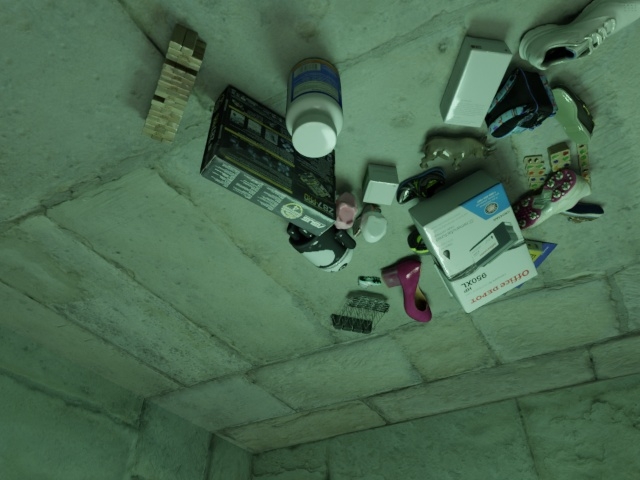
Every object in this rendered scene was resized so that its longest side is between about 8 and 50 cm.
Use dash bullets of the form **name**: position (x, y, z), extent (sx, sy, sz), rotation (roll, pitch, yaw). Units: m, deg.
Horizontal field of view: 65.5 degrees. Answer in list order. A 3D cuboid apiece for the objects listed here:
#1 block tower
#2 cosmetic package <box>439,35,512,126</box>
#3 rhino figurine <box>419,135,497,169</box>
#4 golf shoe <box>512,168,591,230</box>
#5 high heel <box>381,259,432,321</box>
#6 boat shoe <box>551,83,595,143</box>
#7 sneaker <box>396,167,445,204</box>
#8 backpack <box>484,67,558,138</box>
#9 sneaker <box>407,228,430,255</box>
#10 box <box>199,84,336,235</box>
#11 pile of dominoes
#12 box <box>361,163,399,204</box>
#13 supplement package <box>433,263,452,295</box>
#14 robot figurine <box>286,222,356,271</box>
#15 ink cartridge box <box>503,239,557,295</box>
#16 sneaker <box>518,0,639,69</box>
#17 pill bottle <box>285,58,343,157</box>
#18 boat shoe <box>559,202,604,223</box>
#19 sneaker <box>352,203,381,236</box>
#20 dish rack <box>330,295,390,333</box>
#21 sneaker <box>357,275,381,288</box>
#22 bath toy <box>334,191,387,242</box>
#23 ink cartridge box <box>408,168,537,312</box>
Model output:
- **block tower**: position (-0.408, -0.412, 1.376), extent (0.091, 0.097, 0.335), rotation (18, 136, -20)
- **cosmetic package**: position (0.424, -0.435, 1.381), extent (0.117, 0.085, 0.231), rotation (5, 137, -8)
- **rhino figurine**: position (0.438, -0.282, 1.564), extent (0.243, 0.073, 0.106), rotation (-2, 142, -2)
- **golf shoe**: position (0.787, -0.116, 1.715), extent (0.140, 0.115, 0.306), rotation (11, 146, -24)
- **high heel**: position (0.422, 0.224, 2.093), extent (0.181, 0.127, 0.377), rotation (-19, 134, 34)
- **boat shoe**: position (0.739, -0.381, 1.464), extent (0.227, 0.069, 0.081), rotation (41, 164, -33)
- **sneaker**: position (0.335, -0.174, 1.679), extent (0.188, 0.078, 0.067), rotation (-28, 132, 28)
- **backpack**: position (0.553, -0.372, 1.406), extent (0.116, 0.158, 0.173), rotation (-2, 156, -27)
- **sneaker**: position (0.477, -0.012, 1.868), extent (0.299, 0.111, 0.121), rotation (-11, 159, 9)
- **box**: position (-0.129, -0.228, 1.424), extent (0.395, 0.318, 0.097), rotation (26, 131, -29)
- **pile of dominoes**: position (0.802, -0.217, 1.672), extent (0.196, 0.040, 0.251), rotation (-19, 136, 19)
- **box**: position (0.197, -0.185, 1.655), extent (0.102, 0.087, 0.101), rotation (6, 139, -8)
- **supplement package**: position (0.534, 0.117, 1.952), extent (0.105, 0.105, 0.179), rotation (-12, 123, 37)
- **robot figurine**: position (0.001, 0.002, 1.797), extent (0.173, 0.209, 0.278), rotation (-47, 128, 1)
- **ink cartridge box**: position (0.756, 0.112, 2.028), extent (0.307, 0.072, 0.304), rotation (9, 137, -9)
- **sneaker**: position (0.668, -0.514, 1.260), extent (0.297, 0.129, 0.111), rotation (-23, 133, 21)
- **pill bottle**: position (-0.016, -0.348, 1.322), extent (0.152, 0.272, 0.152), rotation (-1, 139, -1)
- **boat shoe**: position (0.925, -0.094, 1.796), extent (0.183, 0.066, 0.066), rotation (7, 140, -9)
- **sneaker**: position (0.172, -0.064, 1.818), extent (0.064, 0.061, 0.158), rotation (11, 138, -23)
- **dish rack**: position (0.184, 0.328, 2.260), extent (0.208, 0.074, 0.271), rotation (11, 136, -16)
- **sneaker**: position (0.207, 0.186, 2.123), extent (0.098, 0.038, 0.069), rotation (11, 140, 0)
- **bath toy**: position (0.062, -0.107, 1.675), extent (0.348, 0.151, 0.129), rotation (24, 173, -11)
- **ink cartridge box**: position (0.521, 0.007, 1.693), extent (0.285, 0.166, 0.395), rotation (-30, 116, 5)
